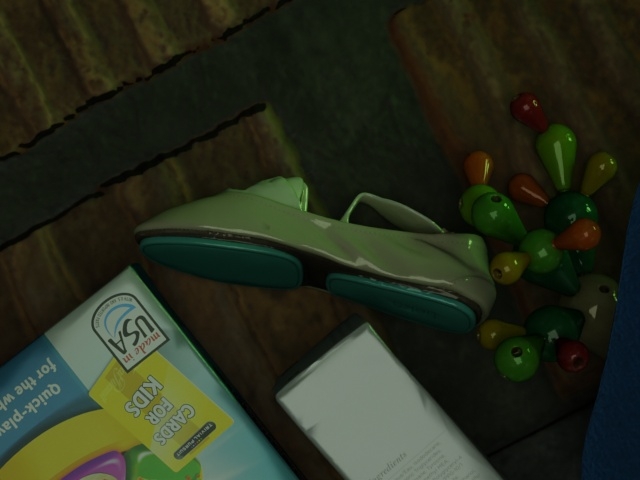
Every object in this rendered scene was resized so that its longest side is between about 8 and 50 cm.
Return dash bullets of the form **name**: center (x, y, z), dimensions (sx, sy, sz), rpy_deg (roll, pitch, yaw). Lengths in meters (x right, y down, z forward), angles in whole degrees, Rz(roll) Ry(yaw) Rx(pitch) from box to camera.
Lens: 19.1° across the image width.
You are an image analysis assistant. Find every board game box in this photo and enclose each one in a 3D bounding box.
- **board game box**: center (-0.122, 0.223, 1.287), dimensions (0.254, 0.079, 0.336), rpy_deg (-39, 91, 0)

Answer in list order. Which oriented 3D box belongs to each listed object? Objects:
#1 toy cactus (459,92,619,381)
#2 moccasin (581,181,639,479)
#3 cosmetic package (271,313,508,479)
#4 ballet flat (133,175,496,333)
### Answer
- **toy cactus**: center (0.169, 0.017, 1.269), dimensions (0.112, 0.219, 0.180), rpy_deg (-28, 126, 27)
- **moccasin**: center (0.251, 0.031, 1.218), dimensions (0.138, 0.117, 0.342), rpy_deg (27, 99, 28)
- **cosmetic package**: center (0.072, 0.160, 1.273), dimensions (0.085, 0.117, 0.231), rpy_deg (-40, 93, -1)
- **ballet flat**: center (0.000, 0.000, 1.295), dimensions (0.248, 0.086, 0.086), rpy_deg (14, 90, -3)
